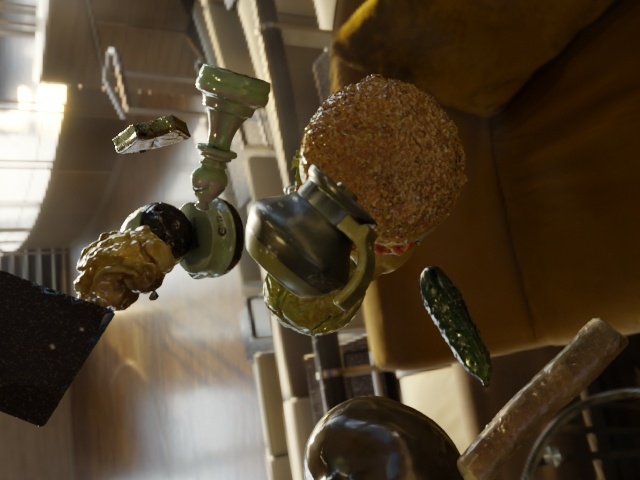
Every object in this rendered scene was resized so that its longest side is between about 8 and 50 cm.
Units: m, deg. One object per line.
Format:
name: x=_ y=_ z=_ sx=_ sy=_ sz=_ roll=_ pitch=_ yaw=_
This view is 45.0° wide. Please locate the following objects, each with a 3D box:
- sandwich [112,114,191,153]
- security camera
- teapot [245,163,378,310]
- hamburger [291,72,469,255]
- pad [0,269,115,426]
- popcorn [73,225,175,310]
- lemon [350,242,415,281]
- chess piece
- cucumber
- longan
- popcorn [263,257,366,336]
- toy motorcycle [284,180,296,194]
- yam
sandwich: x=-0.457 y=-0.318 z=2.257 sx=0.212 sy=0.245 sz=0.063 roll=-13 pitch=96 yaw=56
security camera: x=-0.333 y=-0.006 z=1.776 sx=0.191 sy=0.277 sz=0.197 roll=-26 pitch=73 yaw=45
teapot: x=0.000 y=0.000 z=0.802 sx=0.119 sy=0.130 sz=0.165 roll=-48 pitch=49 yaw=4
hamburger: x=0.097 y=-0.118 z=1.260 sx=0.179 sy=0.276 sz=0.294 roll=155 pitch=140 yaw=-82
pad: x=-0.518 y=0.145 z=1.210 sx=0.004 sy=0.330 sz=0.220 roll=95 pitch=-164 yaw=-51
popcorn: x=-0.360 y=0.047 z=1.434 sx=0.194 sy=0.163 sz=0.140 roll=-24 pitch=113 yaw=29
lemon: x=0.138 y=-0.020 z=1.826 sx=0.187 sy=0.187 sz=0.244 roll=-20 pitch=51 yaw=58
chess piece: x=-0.191 y=-0.185 z=1.455 sx=0.139 sy=0.139 sz=0.271 roll=31 pitch=107 yaw=55
cucumber: x=0.226 y=0.140 z=1.277 sx=0.069 sy=0.069 sz=0.227 roll=-58 pitch=48 yaw=43
longan: x=0.091 y=0.381 z=1.159 sx=0.243 sy=0.300 sz=0.300 roll=-48 pitch=49 yaw=27
popcorn: x=-0.009 y=0.102 z=1.628 sx=0.204 sy=0.221 sz=0.183 roll=-37 pitch=41 yaw=19
toy motorcycle: x=-0.030 y=-0.122 z=2.133 sx=0.228 sy=0.151 sz=0.074 roll=-77 pitch=-8 yaw=-49
yam: x=0.303 y=0.226 z=1.071 sx=0.299 sy=0.066 sz=0.066 roll=-47 pitch=43 yaw=5
